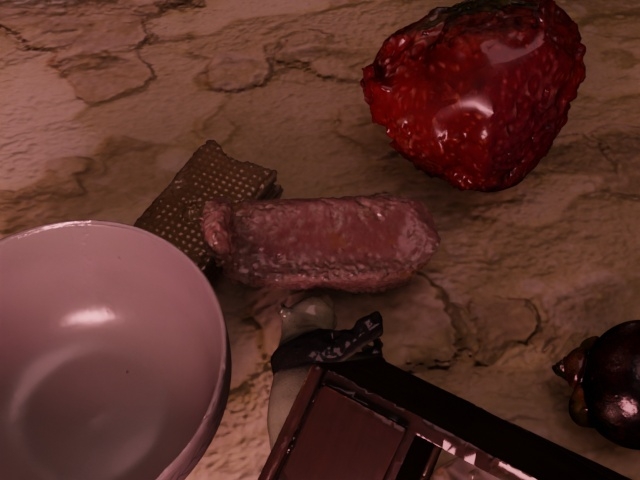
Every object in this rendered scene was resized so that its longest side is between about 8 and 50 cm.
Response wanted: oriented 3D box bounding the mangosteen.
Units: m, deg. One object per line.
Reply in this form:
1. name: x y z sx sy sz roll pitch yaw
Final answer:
1. mangosteen: 0.296 0.137 0.801 0.140 0.140 0.140 2 53 -3

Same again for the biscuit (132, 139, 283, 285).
1. biscuit: -0.143 -0.013 0.910 0.108 0.061 0.239 24 54 14

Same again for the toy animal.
1. toy animal: 0.008 0.141 0.793 0.121 0.094 0.225 -6 54 2

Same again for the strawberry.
1. strawberry: 0.187 -0.170 0.973 0.274 0.220 0.274 -14 19 5

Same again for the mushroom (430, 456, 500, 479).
1. mushroom: 0.256 0.283 0.700 0.351 0.097 0.109 32 59 14

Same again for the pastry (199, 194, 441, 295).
1. pastry: -0.008 0.005 0.862 0.265 0.112 0.102 5 65 -25

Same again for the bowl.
1. bowl: -0.215 0.136 0.731 0.287 0.143 0.287 -1 54 2

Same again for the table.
1. table: 0.092 0.252 0.569 0.282 0.196 0.250 25 91 18
